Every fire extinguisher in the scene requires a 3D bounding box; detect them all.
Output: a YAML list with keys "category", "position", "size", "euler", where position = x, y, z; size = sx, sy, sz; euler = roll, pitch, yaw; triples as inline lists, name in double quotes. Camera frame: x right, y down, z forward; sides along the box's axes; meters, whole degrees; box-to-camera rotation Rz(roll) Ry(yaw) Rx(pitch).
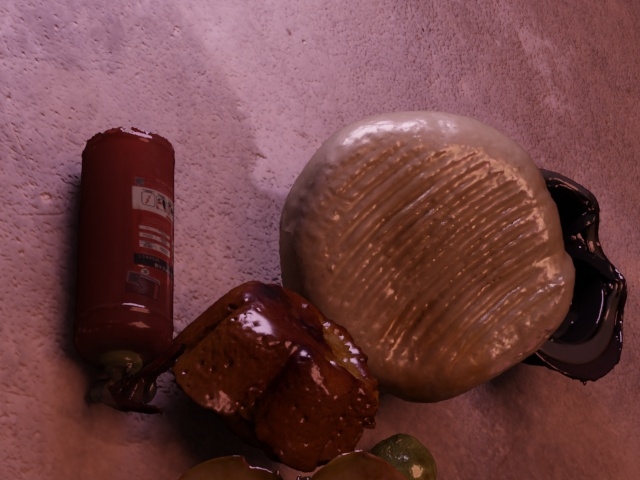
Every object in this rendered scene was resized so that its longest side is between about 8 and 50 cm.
- category: "fire extinguisher"
  position: [-0.192, 0.038, 1.443]
  size: [0.106, 0.147, 0.337]
  euler: [20, 53, -36]

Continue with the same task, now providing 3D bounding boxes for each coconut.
- category: "coconut"
  position: [0.097, 0.281, 1.646]
  size: [0.096, 0.088, 0.088]
  euler: [55, 39, 7]

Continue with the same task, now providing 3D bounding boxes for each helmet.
- category: "helmet"
  position: [0.281, 0.061, 1.905]
  size: [0.225, 0.177, 0.305]
  euler: [1, 76, -39]

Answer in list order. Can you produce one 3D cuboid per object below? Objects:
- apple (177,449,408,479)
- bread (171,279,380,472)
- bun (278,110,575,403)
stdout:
- category: "apple"
  position: [-0.018, 0.371, 1.277]
  size: [0.328, 0.295, 0.365]
  euler: [27, 43, -35]
- category: "bread"
  position: [-0.042, 0.148, 1.497]
  size: [0.232, 0.135, 0.247]
  euler: [38, 12, -7]
- category: "bun"
  position: [0.119, 0.015, 1.693]
  size: [0.365, 0.219, 0.365]
  euler: [0, 89, -8]
